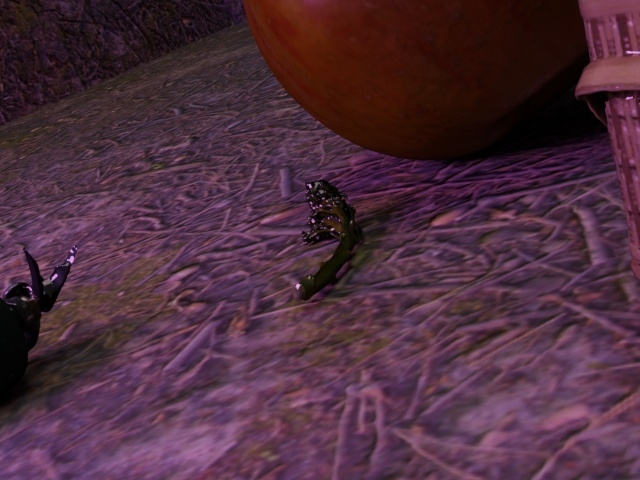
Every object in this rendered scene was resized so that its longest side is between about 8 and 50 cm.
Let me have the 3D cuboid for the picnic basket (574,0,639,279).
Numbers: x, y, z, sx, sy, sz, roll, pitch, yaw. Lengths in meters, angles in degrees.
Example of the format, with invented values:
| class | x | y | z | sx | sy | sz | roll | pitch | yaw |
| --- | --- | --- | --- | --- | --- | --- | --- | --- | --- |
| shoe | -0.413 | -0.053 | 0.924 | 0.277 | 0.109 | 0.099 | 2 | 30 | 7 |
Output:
| class | x | y | z | sx | sy | sz | roll | pitch | yaw |
| --- | --- | --- | --- | --- | --- | --- | --- | --- | --- |
| picnic basket | 0.311 | -0.082 | 0.515 | 0.313 | 0.175 | 0.228 | -23 | 16 | -29 |

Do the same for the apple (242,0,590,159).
| class | x | y | z | sx | sy | sz | roll | pitch | yaw |
| --- | --- | --- | --- | --- | --- | --- | --- | --- | --- |
| apple | 0.120 | -0.251 | 0.941 | 0.401 | 0.333 | 0.400 | -21 | -21 | -8 |

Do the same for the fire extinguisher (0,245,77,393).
| class | x | y | z | sx | sy | sz | roll | pitch | yaw |
| --- | --- | --- | --- | --- | --- | --- | --- | --- | --- |
| fire extinguisher | -0.289 | 0.095 | 0.728 | 0.093 | 0.118 | 0.294 | 33 | 43 | 23 |

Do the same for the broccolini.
| class | x | y | z | sx | sy | sz | roll | pitch | yaw |
| --- | --- | --- | --- | --- | --- | --- | --- | --- | --- |
| broccolini | 0.008 | 0.000 | 0.806 | 0.052 | 0.054 | 0.194 | 2 | 20 | 1 |
